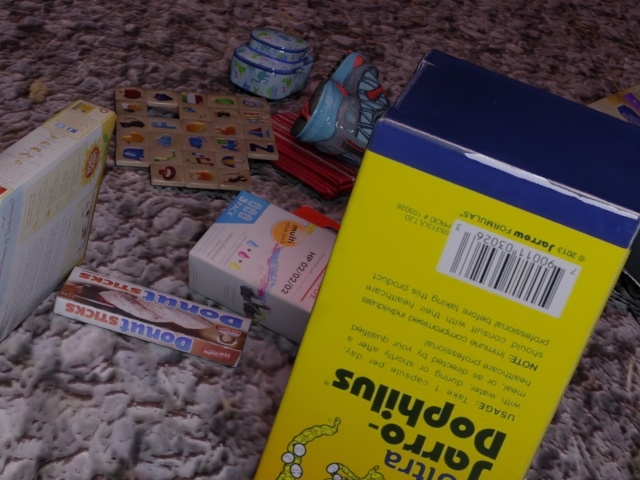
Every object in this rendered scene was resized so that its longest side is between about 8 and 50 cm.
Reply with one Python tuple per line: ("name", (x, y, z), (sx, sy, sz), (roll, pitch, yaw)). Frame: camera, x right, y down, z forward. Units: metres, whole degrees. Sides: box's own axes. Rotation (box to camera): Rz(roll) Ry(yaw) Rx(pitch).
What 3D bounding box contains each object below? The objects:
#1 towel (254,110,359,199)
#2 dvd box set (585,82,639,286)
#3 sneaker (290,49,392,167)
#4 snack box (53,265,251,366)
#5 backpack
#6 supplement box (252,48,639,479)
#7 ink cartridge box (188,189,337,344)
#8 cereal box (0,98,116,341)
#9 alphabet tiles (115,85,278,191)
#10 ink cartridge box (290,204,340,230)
("towel", (0.029, -0.123, 1.669), (0.199, 0.031, 0.275), (32, 28, 30))
("dvd box set", (0.452, -0.060, 1.662), (0.307, 0.062, 0.420), (47, 31, 11))
("sneaker", (0.045, -0.159, 1.635), (0.125, 0.104, 0.262), (35, 28, -2))
("snack box", (-0.157, 0.072, 1.184), (0.178, 0.022, 0.064), (17, 25, -2))
("backpack", (-0.073, -0.255, 1.794), (0.105, 0.084, 0.114), (23, 29, 15))
("supplement box", (0.098, 0.065, 0.984), (0.195, 0.356, 0.194), (21, 26, 6))
("ink cartridge box", (-0.029, 0.035, 1.254), (0.181, 0.061, 0.104), (26, 52, 14))
("cereal box", (-0.261, -0.010, 1.108), (0.047, 0.173, 0.240), (22, 26, 6))
("alphabet tiles", (-0.153, -0.127, 1.544), (0.198, 0.009, 0.237), (4, 33, -12))
("ink cartridge box", (0.000, 0.000, 1.400), (0.145, 0.045, 0.179), (29, 31, 20))
